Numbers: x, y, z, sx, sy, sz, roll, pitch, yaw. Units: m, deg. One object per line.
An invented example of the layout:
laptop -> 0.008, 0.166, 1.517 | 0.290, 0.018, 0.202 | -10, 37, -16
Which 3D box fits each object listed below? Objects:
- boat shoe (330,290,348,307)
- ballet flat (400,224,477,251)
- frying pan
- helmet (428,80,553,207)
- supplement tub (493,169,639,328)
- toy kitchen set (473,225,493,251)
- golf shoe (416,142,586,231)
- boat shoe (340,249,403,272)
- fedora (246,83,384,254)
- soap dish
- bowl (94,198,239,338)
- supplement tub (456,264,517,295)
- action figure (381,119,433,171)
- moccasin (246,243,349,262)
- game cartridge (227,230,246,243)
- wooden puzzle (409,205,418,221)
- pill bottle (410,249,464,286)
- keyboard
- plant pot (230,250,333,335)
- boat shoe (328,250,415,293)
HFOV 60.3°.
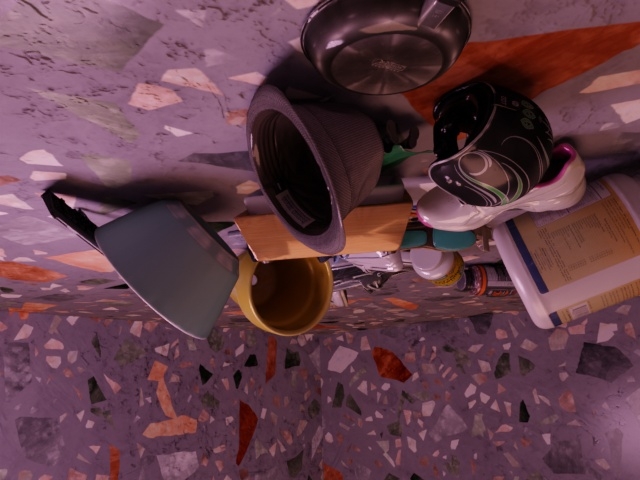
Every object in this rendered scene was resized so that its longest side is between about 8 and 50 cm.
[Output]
boat shoe -> 0.045, 0.199, 2.017 | 0.103, 0.113, 0.302 | -8, 165, 1
ballet flat -> 0.272, -0.015, 1.387 | 0.232, 0.080, 0.073 | 1, -167, -1
frying pan -> 0.123, -0.232, 0.594 | 0.326, 0.053, 0.197 | -11, 163, 40
helmet -> 0.237, -0.126, 0.771 | 0.161, 0.170, 0.169 | 28, 151, -30
supplement tub -> 0.522, 0.012, 1.055 | 0.316, 0.229, 0.228 | -26, 157, 18
toy kitchen set -> 0.398, 0.002, 1.431 | 0.075, 0.068, 0.083 | -16, 159, 42
golf shoe -> 0.318, -0.103, 0.996 | 0.305, 0.115, 0.140 | -14, 153, 14
boat shoe -> 0.114, 0.041, 1.378 | 0.095, 0.084, 0.258 | -31, -166, -18
fedora -> 0.003, -0.110, 0.764 | 0.124, 0.244, 0.275 | -28, 180, -20
soap dish -> 0.015, -0.043, 0.986 | 0.290, 0.118, 0.229 | -5, -169, 6
bowl -> -0.286, 0.033, 1.128 | 0.163, 0.311, 0.311 | -44, 162, -2
supplement tub -> 0.565, 0.135, 1.868 | 0.197, 0.106, 0.106 | 2, 164, -12
action figure -> 0.058, -0.135, 0.898 | 0.137, 0.064, 0.232 | 7, 168, -34
moccasin -> 0.000, 0.000, 1.277 | 0.341, 0.117, 0.138 | -4, 165, 4
game cartridge -> -0.201, -0.009, 1.414 | 0.055, 0.017, 0.083 | -11, 162, 19
wooden puzzle -> 0.208, -0.058, 1.292 | 0.078, 0.014, 0.116 | -3, 164, 2
pill bottle -> 0.321, 0.057, 1.527 | 0.117, 0.118, 0.208 | -9, 163, 25
keyboard -> -0.446, 0.004, 1.155 | 0.201, 0.033, 0.317 | 33, 167, 50
plant pot -> -0.133, 0.114, 1.480 | 0.253, 0.254, 0.239 | 9, 176, -34
boat shoe -> 0.149, 0.105, 1.674 | 0.334, 0.119, 0.121 | -9, 163, 24
